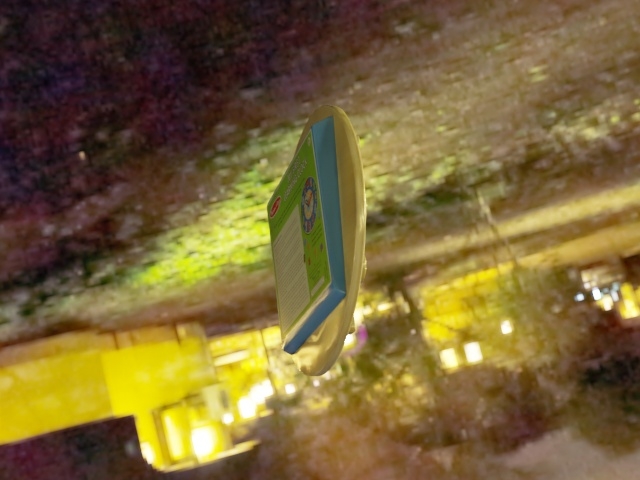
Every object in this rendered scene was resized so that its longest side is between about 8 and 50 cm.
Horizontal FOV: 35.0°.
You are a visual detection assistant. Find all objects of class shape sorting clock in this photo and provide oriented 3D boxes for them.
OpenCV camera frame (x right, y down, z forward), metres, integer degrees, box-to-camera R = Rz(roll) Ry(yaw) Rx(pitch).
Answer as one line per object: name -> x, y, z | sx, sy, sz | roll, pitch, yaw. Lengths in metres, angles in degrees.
shape sorting clock -> 0.000, 0.000, 0.774 | 0.040, 0.206, 0.206 | 0, 168, -18
